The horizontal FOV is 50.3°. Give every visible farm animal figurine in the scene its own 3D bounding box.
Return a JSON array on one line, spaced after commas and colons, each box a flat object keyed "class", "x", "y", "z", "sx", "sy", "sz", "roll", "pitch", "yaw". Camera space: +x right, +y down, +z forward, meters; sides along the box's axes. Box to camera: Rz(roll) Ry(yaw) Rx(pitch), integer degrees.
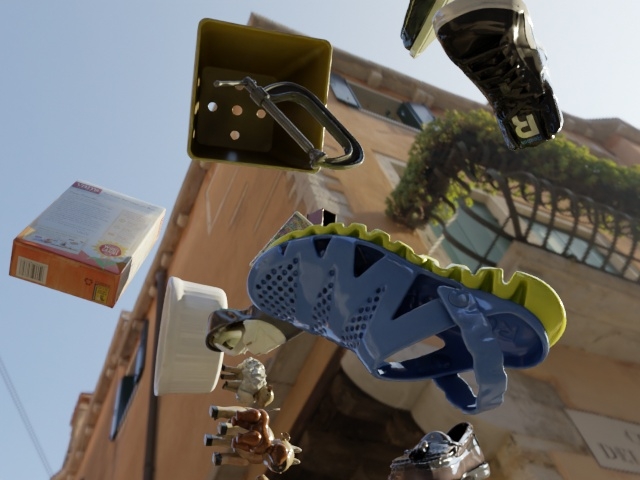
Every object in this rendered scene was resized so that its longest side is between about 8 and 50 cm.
[{"class": "farm animal figurine", "x": -0.141, "y": 0.463, "z": 1.442, "sx": 0.172, "sy": 0.327, "sz": 0.330, "roll": 10, "pitch": -68, "yaw": -21}]

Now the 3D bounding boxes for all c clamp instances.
[{"class": "c clamp", "x": -0.026, "y": -0.131, "z": 0.768, "sx": 0.161, "sy": 0.137, "sz": 0.022, "roll": 44, "pitch": -55, "yaw": 9}]

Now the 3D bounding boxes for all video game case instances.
[{"class": "video game case", "x": -0.048, "y": 0.023, "z": 1.157, "sx": 0.087, "sy": 0.011, "sz": 0.122, "roll": 41, "pitch": -88, "yaw": -9}]

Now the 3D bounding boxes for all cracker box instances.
[{"class": "cracker box", "x": -0.351, "y": -0.002, "z": 1.055, "sx": 0.156, "sy": 0.232, "sz": 0.067, "roll": 19, "pitch": -63, "yaw": -4}]

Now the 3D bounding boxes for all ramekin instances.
[{"class": "ramekin", "x": -0.307, "y": 0.230, "z": 1.608, "sx": 0.135, "sy": 0.277, "sz": 0.277, "roll": 8, "pitch": -60, "yaw": -14}]

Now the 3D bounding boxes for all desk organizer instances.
[{"class": "desk organizer", "x": 0.000, "y": 0.000, "z": 1.472, "sx": 0.047, "sy": 0.130, "sz": 0.050, "roll": 24, "pitch": -32, "yaw": -37}]

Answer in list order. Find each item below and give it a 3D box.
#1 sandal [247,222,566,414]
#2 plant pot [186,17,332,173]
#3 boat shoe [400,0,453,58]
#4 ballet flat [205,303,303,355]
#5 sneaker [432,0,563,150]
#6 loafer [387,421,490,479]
[{"class": "sandal", "x": 0.069, "y": 0.075, "z": 0.661, "sx": 0.317, "sy": 0.138, "sz": 0.126, "roll": 11, "pitch": -49, "yaw": 18}, {"class": "plant pot", "x": -0.120, "y": -0.225, "z": 1.132, "sx": 0.212, "sy": 0.187, "sz": 0.212, "roll": 5, "pitch": -87, "yaw": -20}, {"class": "boat shoe", "x": 0.160, "y": -0.395, "z": 0.899, "sx": 0.113, "sy": 0.127, "sz": 0.340, "roll": 36, "pitch": -30, "yaw": 8}, {"class": "ballet flat", "x": -0.088, "y": 0.122, "z": 0.903, "sx": 0.203, "sy": 0.074, "sz": 0.074, "roll": -13, "pitch": -46, "yaw": 46}, {"class": "sneaker", "x": 0.189, "y": -0.154, "z": 0.667, "sx": 0.079, "sy": 0.121, "sz": 0.217, "roll": -21, "pitch": -14, "yaw": 33}, {"class": "loafer", "x": 0.176, "y": 0.331, "z": 1.043, "sx": 0.109, "sy": 0.095, "sz": 0.302, "roll": -15, "pitch": -19, "yaw": 27}]
